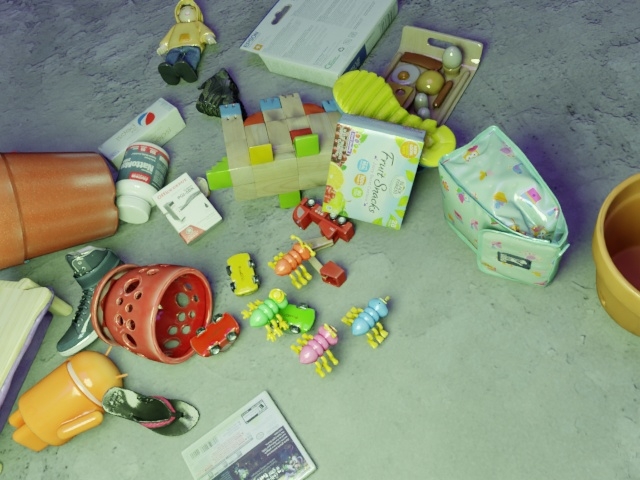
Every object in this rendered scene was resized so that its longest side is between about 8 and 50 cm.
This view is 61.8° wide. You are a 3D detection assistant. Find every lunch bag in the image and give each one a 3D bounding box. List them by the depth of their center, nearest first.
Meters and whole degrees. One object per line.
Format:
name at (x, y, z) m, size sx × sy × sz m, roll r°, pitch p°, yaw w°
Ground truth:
lunch bag at (0.348, -0.040, 1.003) m, size 0.160 × 0.223 × 0.262 m, roll -32°, pitch 61°, yaw -1°

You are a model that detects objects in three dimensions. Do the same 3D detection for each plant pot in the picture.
plant pot at (0.603, 0.046, 0.912) m, size 0.291 × 0.203 × 0.290 m, roll -5°, pitch 60°, yaw 8°
plant pot at (-0.336, 0.138, 1.063) m, size 0.174 × 0.191 × 0.191 m, roll 5°, pitch 61°, yaw 25°
plant pot at (-0.607, -0.082, 1.172) m, size 0.265 × 0.272 × 0.272 m, roll -14°, pitch 52°, yaw -35°

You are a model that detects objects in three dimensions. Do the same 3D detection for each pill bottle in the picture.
pill bottle at (-0.433, -0.137, 1.286) m, size 0.108 × 0.108 × 0.180 m, roll -2°, pitch 60°, yaw 11°

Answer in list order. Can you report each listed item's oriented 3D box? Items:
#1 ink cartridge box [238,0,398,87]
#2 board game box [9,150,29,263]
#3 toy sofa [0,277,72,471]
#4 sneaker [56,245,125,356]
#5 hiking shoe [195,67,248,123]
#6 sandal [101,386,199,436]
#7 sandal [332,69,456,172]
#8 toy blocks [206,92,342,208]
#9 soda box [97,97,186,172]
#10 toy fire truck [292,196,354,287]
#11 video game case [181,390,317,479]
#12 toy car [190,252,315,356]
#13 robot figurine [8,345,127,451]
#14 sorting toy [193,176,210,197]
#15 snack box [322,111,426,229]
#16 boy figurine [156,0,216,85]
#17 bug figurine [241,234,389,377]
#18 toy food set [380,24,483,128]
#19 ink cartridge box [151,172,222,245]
ink cartridge box at (-0.004, -0.581, 1.483) m, size 0.330 × 0.071 × 0.324 m, roll 23°, pitch 67°, yaw 26°
board game box at (-0.886, -0.050, 1.338) m, size 0.309 × 0.086 × 0.301 m, roll -16°, pitch 58°, yaw 2°
toy sofa at (-0.629, 0.264, 1.063) m, size 0.177 × 0.150 × 0.362 m, roll 3°, pitch 60°, yaw 17°
sneaker at (-0.497, 0.114, 1.111) m, size 0.086 × 0.163 × 0.226 m, roll 12°, pitch 55°, yaw 50°
hiking shoe at (-0.264, -0.347, 1.401) m, size 0.114 × 0.086 × 0.226 m, roll -26°, pitch 52°, yaw 11°
sandal at (-0.313, 0.316, 0.989) m, size 0.179 × 0.040 × 0.067 m, roll 21°, pitch 61°, yaw -16°
sandal at (0.149, -0.251, 1.190) m, size 0.126 × 0.138 × 0.317 m, roll -43°, pitch 76°, yaw -10°
toy blocks at (-0.075, -0.237, 1.246) m, size 0.382 × 0.190 × 0.260 m, roll -10°, pitch 49°, yaw -6°
soda box at (-0.460, -0.269, 1.387) m, size 0.069 × 0.073 × 0.216 m, roll 37°, pitch 73°, yaw 27°
toy fire truck at (0.000, 0.000, 1.152) m, size 0.192 × 0.047 × 0.135 m, roll 32°, pitch 70°, yaw 25°
video game case at (-0.131, 0.396, 0.962) m, size 0.190 × 0.022 × 0.173 m, roll -35°, pitch 59°, yaw -10°
toy car at (-0.119, 0.149, 1.082) m, size 0.225 × 0.053 × 0.238 m, roll 11°, pitch 59°, yaw 14°
robot figurine at (-0.476, 0.302, 1.025) m, size 0.219 × 0.158 × 0.128 m, roll -39°, pitch 98°, yaw -12°
sorting toy at (-0.314, -0.114, 1.289) m, size 0.075 × 0.045 × 0.083 m, roll 25°, pitch 77°, yaw 36°
snack box at (0.107, -0.141, 1.102) m, size 0.175 × 0.207 × 0.070 m, roll 15°, pitch 37°, yaw 6°
boy figurine at (-0.383, -0.582, 1.548) m, size 0.178 × 0.092 × 0.284 m, roll -2°, pitch 63°, yaw 13°
bug figurine at (-0.012, 0.123, 1.015) m, size 0.279 × 0.072 × 0.216 m, roll 35°, pitch 63°, yaw 16°
toy food set at (0.234, -0.396, 1.310) m, size 0.220 × 0.092 × 0.306 m, roll 24°, pitch 67°, yaw 23°
ink cartridge box at (-0.302, -0.070, 1.216) m, size 0.099 × 0.056 × 0.135 m, roll -38°, pitch 90°, yaw -11°
